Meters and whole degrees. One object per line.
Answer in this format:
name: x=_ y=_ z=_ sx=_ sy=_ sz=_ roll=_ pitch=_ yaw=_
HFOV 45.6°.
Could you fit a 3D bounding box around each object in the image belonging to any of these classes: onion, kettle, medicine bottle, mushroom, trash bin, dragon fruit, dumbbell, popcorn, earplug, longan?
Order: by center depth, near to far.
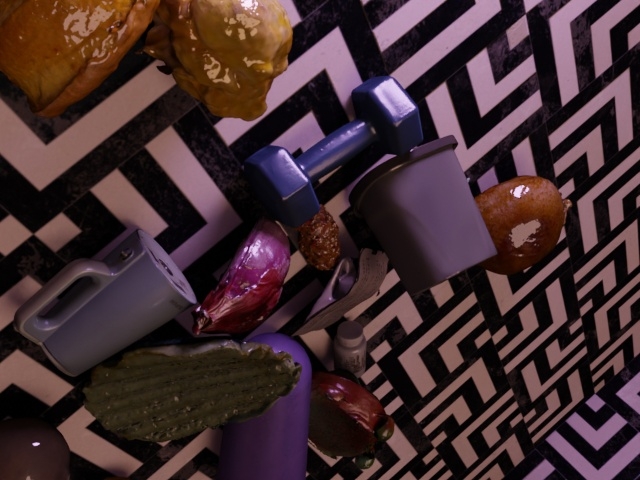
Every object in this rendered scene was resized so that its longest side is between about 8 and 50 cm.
popcorn: x=-0.137 y=-0.290 z=1.094 sx=0.191 sy=0.190 sz=0.253 roll=-54 pitch=136 yaw=0
kettle: x=-0.361 y=0.103 z=1.263 sx=0.243 sy=0.160 sz=0.210 roll=-37 pitch=149 yaw=-2
longan: x=-0.541 y=0.412 z=1.346 sx=0.196 sy=0.196 sz=0.220 roll=-10 pitch=136 yaw=-35
onion: x=-0.139 y=0.096 z=1.353 sx=0.227 sy=0.120 sz=0.283 roll=-54 pitch=-175 yaw=36
dumbbell: x=0.026 y=-0.163 z=1.376 sx=0.324 sy=0.144 sz=0.160 roll=-34 pitch=141 yaw=-12
trash bin: x=0.212 y=-0.041 z=1.524 sx=0.219 sy=0.250 sz=0.219 roll=-24 pitch=173 yaw=-23
earplug: x=-0.117 y=0.401 z=1.696 sx=0.215 sy=0.215 sz=0.456 roll=-15 pitch=129 yaw=-31
dragon fruit: x=0.046 y=0.412 z=1.816 sx=0.295 sy=0.268 sz=0.130 roll=56 pitch=41 yaw=-22
medicine bottle: x=0.070 y=0.262 z=1.825 sx=0.079 sy=0.079 sz=0.140 roll=-24 pitch=135 yaw=-24
mushroom: x=0.475 y=-0.037 z=1.830 sx=0.283 sy=0.195 sz=0.263 roll=-30 pitch=133 yaw=-18

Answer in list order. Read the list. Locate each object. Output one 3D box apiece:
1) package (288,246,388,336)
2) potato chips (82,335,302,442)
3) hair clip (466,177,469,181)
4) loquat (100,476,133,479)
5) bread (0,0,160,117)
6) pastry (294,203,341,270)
package: x=0.054 y=0.121 z=1.659 sx=0.251 sy=0.062 sz=0.204 roll=-50 pitch=160 yaw=11
potato chips: x=-0.251 y=0.277 z=1.428 sx=0.429 sy=0.070 sz=0.358 roll=-15 pitch=143 yaw=11
hair clip: x=0.297 y=-0.071 z=1.771 sx=0.173 sy=0.049 sz=0.049 roll=-50 pitch=140 yaw=4
loquat: x=-0.435 y=0.569 z=1.615 sx=0.141 sy=0.141 sz=0.141 roll=-23 pitch=136 yaw=-25
bread: x=-0.298 y=-0.282 z=0.932 sx=0.268 sy=0.268 sz=0.145 roll=-48 pitch=123 yaw=4
pastry: x=0.002 y=-0.002 z=1.554 sx=0.087 sy=0.063 sz=0.169 roll=-33 pitch=140 yaw=-11
